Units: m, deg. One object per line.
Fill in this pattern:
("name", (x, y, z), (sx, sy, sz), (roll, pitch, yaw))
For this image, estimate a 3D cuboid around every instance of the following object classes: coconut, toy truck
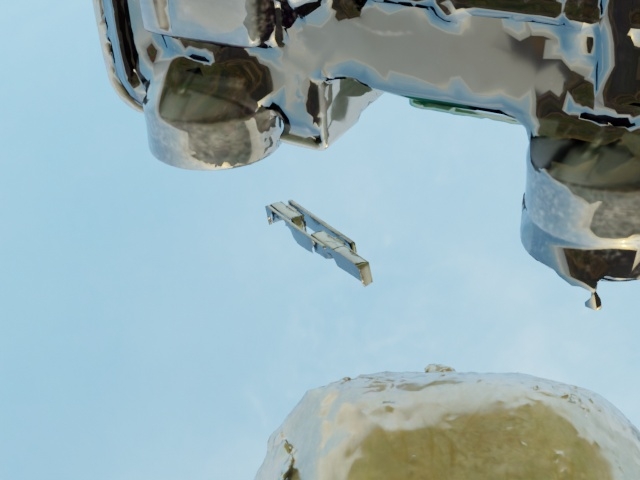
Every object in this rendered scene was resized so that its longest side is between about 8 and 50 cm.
("coconut", (0.104, 0.270, 0.846), (0.405, 0.404, 0.404), (3, -115, -6))
("toy truck", (0.090, -0.099, 0.405), (0.364, 0.176, 0.178), (11, -148, 25))

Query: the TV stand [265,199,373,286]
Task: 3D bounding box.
("TV stand", (0.000, 0.000, 1.546), (0.042, 0.036, 0.249), (-23, -149, -23))
